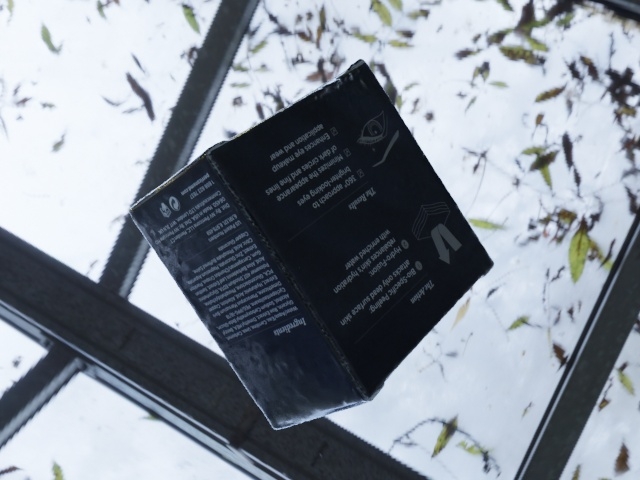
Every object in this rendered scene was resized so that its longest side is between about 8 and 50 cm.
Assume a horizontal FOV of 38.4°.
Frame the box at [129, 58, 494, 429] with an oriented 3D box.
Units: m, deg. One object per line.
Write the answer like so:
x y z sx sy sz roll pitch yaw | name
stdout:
0.000 0.000 0.554 0.156 0.093 0.158 -38 -83 -44 | box
